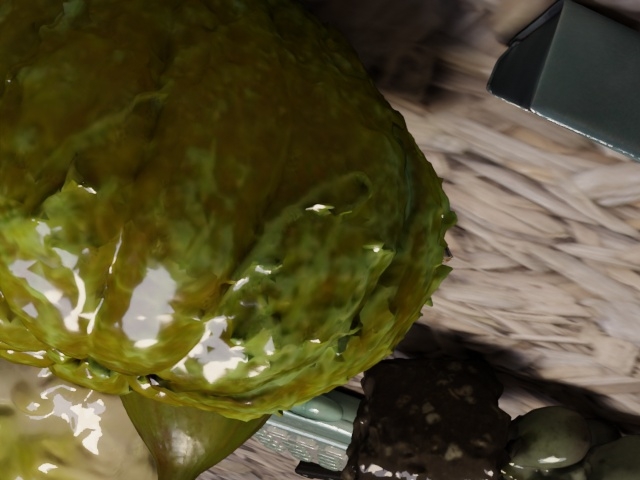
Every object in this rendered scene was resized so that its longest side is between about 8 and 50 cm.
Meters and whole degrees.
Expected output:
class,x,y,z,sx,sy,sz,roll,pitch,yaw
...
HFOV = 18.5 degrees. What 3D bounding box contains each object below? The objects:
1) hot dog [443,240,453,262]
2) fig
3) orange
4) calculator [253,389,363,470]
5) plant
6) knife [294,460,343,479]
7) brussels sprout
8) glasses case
class,x,y,z,sx,sy,sz,roll,pitch,yaw
hot dog,0.000,0.000,1.270,0.108,0.059,0.191,25,161,-29
fig,-0.113,0.132,1.457,0.151,0.259,0.151,16,154,8
orange,-0.078,-0.031,0.990,0.301,0.223,0.300,14,173,9
calculator,-0.008,0.168,1.813,0.184,0.042,0.295,18,165,9
plant,0.153,0.179,1.492,0.275,0.149,0.146,15,137,-5
knife,0.086,0.252,2.000,0.245,0.019,0.072,5,158,36
brussels sprout,-0.234,0.145,1.701,0.317,0.242,0.273,-7,124,47
glasses case,0.217,-0.038,0.940,0.266,0.056,0.105,24,-173,-10
